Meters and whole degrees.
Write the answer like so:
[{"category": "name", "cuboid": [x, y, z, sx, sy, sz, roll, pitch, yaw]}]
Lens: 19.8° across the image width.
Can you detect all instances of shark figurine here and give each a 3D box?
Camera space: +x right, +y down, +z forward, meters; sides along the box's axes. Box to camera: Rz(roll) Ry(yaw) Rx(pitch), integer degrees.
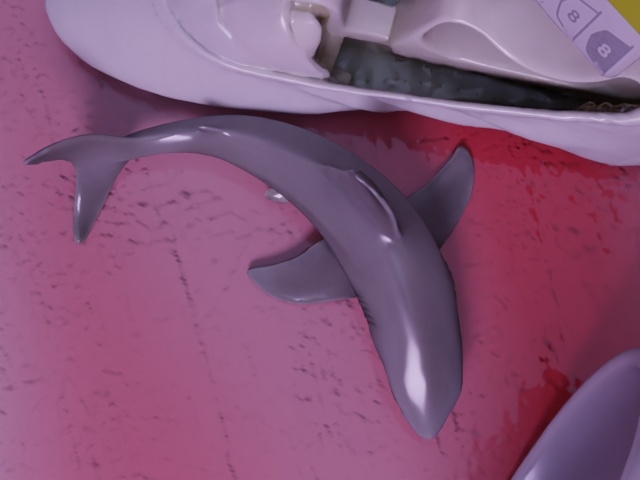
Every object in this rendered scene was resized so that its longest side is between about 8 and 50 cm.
[{"category": "shark figurine", "cuboid": [-0.012, -0.027, 1.042, 0.278, 0.116, 0.166, 30, 81, -1]}]

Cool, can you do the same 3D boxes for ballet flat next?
[{"category": "ballet flat", "cuboid": [0.039, -0.132, 1.046, 0.400, 0.139, 0.139, 12, 83, -2]}]

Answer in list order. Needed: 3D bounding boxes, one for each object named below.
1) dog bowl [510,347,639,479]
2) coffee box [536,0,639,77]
[{"category": "dog bowl", "cuboid": [0.144, 0.194, 0.947, 0.104, 0.265, 0.265, 30, 83, -2]}, {"category": "coffee box", "cuboid": [0.214, -0.359, 0.926, 0.338, 0.334, 0.337, -39, 87, -32]}]
